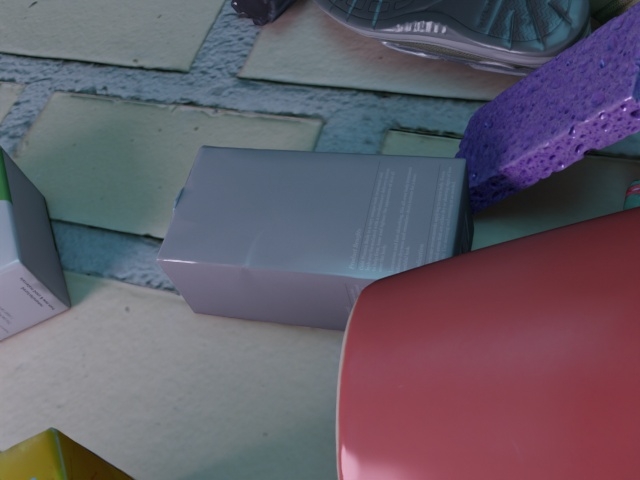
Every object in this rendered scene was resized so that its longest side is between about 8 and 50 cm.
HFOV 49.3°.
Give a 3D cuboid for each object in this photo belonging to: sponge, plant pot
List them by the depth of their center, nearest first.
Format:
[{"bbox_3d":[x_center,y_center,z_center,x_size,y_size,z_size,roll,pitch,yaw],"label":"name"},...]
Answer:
[{"bbox_3d":[0.153,0.109,0.396,0.243,0.275,0.275,-7,55,20],"label":"plant pot"},{"bbox_3d":[0.184,-0.100,0.562,0.031,0.210,0.117,33,60,-15],"label":"sponge"}]

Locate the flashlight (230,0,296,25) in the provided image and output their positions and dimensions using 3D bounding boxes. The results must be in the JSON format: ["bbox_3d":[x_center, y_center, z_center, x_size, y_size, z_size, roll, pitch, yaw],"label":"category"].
[{"bbox_3d":[0.005,-0.385,0.845,0.103,0.103,0.304,34,74,25],"label":"flashlight"}]

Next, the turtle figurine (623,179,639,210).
[{"bbox_3d":[0.310,-0.071,0.549,0.234,0.118,0.175,-31,65,-21],"label":"turtle figurine"}]

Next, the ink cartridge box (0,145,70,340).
[{"bbox_3d":[-0.368,0.032,0.649,0.219,0.093,0.160,-25,55,-4],"label":"ink cartridge box"}]

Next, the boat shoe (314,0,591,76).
[{"bbox_3d":[0.125,-0.240,0.724,0.320,0.103,0.118,24,88,31],"label":"boat shoe"}]

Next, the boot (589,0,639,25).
[{"bbox_3d":[0.243,-0.295,0.716,0.203,0.262,0.095,31,101,-8],"label":"boot"}]

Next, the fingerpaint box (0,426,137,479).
[{"bbox_3d":[-0.269,0.375,0.356,0.444,0.163,0.371,-26,56,-5],"label":"fingerpaint box"}]

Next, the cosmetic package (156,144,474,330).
[{"bbox_3d":[0.000,0.000,0.583,0.237,0.107,0.127,5,57,19],"label":"cosmetic package"}]
